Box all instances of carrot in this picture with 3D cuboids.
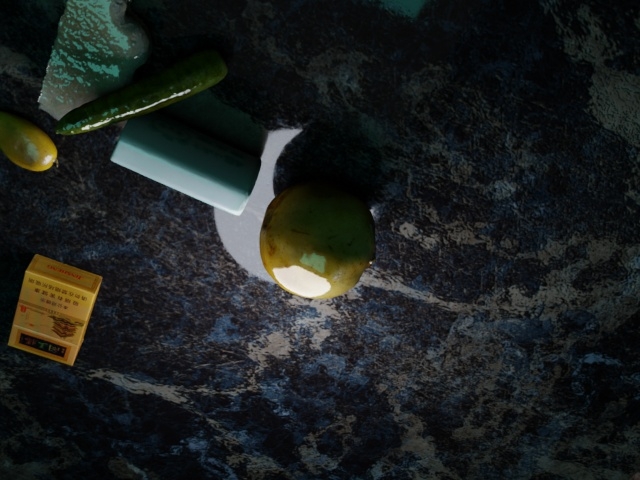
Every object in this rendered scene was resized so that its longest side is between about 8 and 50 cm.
[{"bbox_3d":[-0.351,-0.283,1.665,0.359,0.074,0.074,-26,125,-11],"label":"carrot"}]

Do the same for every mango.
[{"bbox_3d":[-0.650,-0.216,1.840,0.187,0.066,0.101,41,120,-13],"label":"mango"}]

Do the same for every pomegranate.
[{"bbox_3d":[0.000,0.000,1.819,0.264,0.264,0.264,3,127,3],"label":"pomegranate"}]

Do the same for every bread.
[{"bbox_3d":[-0.437,-0.369,1.684,0.183,0.102,0.337,20,124,-15],"label":"bread"}]

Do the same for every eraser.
[{"bbox_3d":[-0.273,-0.167,1.759,0.290,0.189,0.104,24,121,-12],"label":"eraser"}]

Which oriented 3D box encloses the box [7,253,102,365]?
[{"bbox_3d":[-0.666,0.178,2.123,0.174,0.076,0.274,21,126,-9],"label":"box"}]
